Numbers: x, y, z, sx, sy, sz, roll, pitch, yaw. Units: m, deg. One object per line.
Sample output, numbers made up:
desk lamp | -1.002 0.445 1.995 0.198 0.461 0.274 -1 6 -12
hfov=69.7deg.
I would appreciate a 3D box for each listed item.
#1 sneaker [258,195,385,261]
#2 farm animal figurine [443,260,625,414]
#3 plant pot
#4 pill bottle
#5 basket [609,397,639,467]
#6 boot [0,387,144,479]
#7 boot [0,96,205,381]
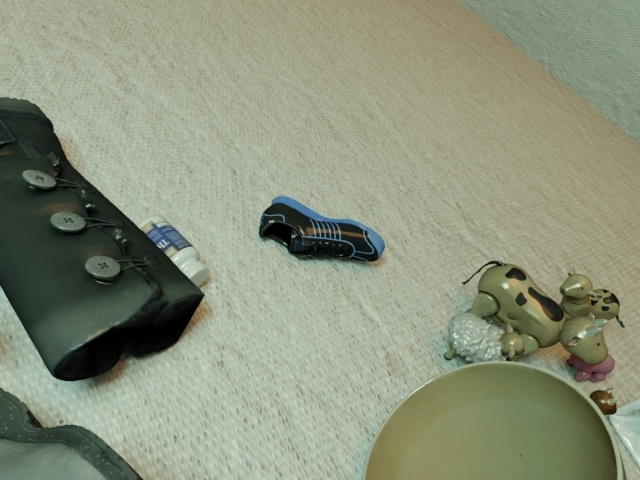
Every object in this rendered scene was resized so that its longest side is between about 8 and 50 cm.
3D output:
sneaker | 0.000 0.000 0.837 0.232 0.082 0.091 20 47 4
farm animal figurine | 0.414 0.146 0.818 0.326 0.172 0.330 34 45 8
plant pot | 0.217 0.316 0.541 0.191 0.283 0.284 58 41 -20
pill bottle | -0.232 0.023 0.713 0.120 0.067 0.067 41 46 14
basket | 0.601 0.343 0.768 0.103 0.113 0.167 -2 51 -28
boot | -0.288 0.264 0.378 0.337 0.118 0.223 3 35 32
boot | -0.414 -0.002 0.567 0.445 0.146 0.366 48 38 14
